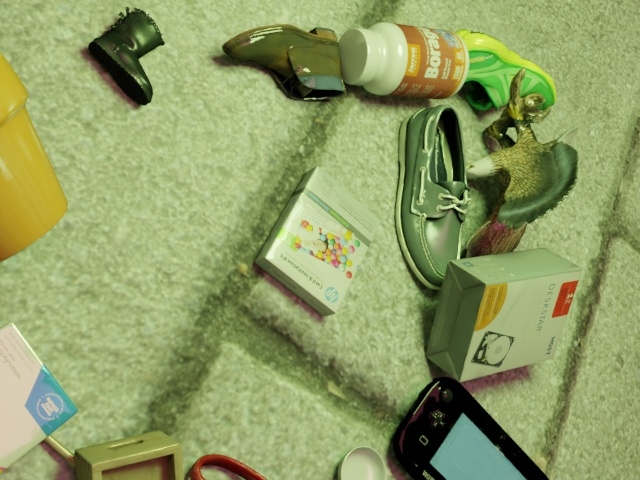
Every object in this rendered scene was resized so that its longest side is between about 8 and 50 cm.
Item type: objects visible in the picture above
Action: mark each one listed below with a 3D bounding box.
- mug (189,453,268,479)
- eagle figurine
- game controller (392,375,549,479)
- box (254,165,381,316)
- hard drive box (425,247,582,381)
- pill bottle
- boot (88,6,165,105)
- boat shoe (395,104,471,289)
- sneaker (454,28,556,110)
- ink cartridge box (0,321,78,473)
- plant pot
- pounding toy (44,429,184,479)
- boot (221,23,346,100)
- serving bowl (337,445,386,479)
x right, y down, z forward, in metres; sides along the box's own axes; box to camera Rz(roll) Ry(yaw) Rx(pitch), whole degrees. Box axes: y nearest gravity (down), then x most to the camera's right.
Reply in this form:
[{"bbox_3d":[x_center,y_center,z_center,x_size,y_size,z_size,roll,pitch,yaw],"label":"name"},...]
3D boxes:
[{"bbox_3d":[-0.095,0.355,1.039,0.169,0.113,0.150,10,74,-35],"label":"mug"},{"bbox_3d":[0.347,-0.105,1.411,0.226,0.225,0.298,33,46,-50],"label":"eagle figurine"},{"bbox_3d":[0.249,0.371,1.289,0.319,0.067,0.166,46,57,-14],"label":"game controller"},{"bbox_3d":[0.000,0.000,1.241,0.145,0.038,0.186,40,60,-19],"label":"box"},{"bbox_3d":[0.304,0.118,1.329,0.232,0.089,0.181,-7,118,-35],"label":"hard drive box"},{"bbox_3d":[0.138,-0.306,1.365,0.216,0.121,0.121,-4,79,-34],"label":"pill bottle"},{"bbox_3d":[-0.259,-0.264,1.138,0.121,0.045,0.099,48,53,-13],"label":"boot"},{"bbox_3d":[0.199,-0.079,1.357,0.116,0.099,0.319,7,73,-33],"label":"boat shoe"},{"bbox_3d":[0.334,-0.302,1.523,0.295,0.109,0.123,16,104,-39],"label":"sneaker"},{"bbox_3d":[-0.407,0.212,0.885,0.231,0.078,0.134,-40,100,-34],"label":"ink cartridge box"},{"bbox_3d":[-0.396,-0.080,0.914,0.205,0.205,0.188,-48,120,-33],"label":"plant pot"},{"bbox_3d":[-0.250,0.293,0.971,0.141,0.100,0.130,-6,95,-32],"label":"pounding toy"},{"bbox_3d":[-0.047,-0.275,1.258,0.219,0.082,0.106,-12,82,-37],"label":"boot"},{"bbox_3d":[0.057,0.348,1.190,0.083,0.027,0.083,10,73,-32],"label":"serving bowl"}]
